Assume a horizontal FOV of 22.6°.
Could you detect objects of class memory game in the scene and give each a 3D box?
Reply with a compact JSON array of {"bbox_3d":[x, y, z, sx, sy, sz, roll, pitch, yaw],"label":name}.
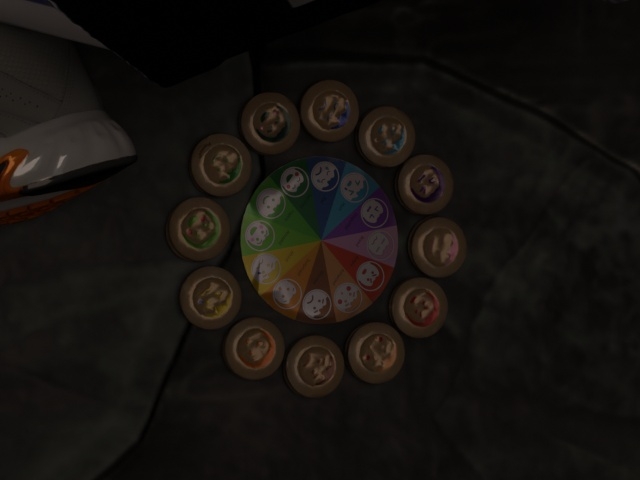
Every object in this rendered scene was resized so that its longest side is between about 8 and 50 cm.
[{"bbox_3d":[0.000,0.000,0.930,0.186,0.012,0.186,0,89,-20],"label":"memory game"}]

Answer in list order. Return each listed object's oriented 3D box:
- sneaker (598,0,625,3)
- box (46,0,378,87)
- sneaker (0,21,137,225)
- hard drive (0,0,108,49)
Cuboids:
[{"bbox_3d":[0.193,-0.321,0.826,0.210,0.137,0.366,37,105,-5],"label":"sneaker"},{"bbox_3d":[-0.021,-0.310,0.684,0.294,0.212,0.395,-20,84,5],"label":"box"},{"bbox_3d":[-0.214,-0.061,0.783,0.262,0.099,0.121,-15,80,-53],"label":"sneaker"},{"bbox_3d":[-0.148,-0.266,0.822,0.210,0.040,0.318,12,71,-22],"label":"hard drive"}]
